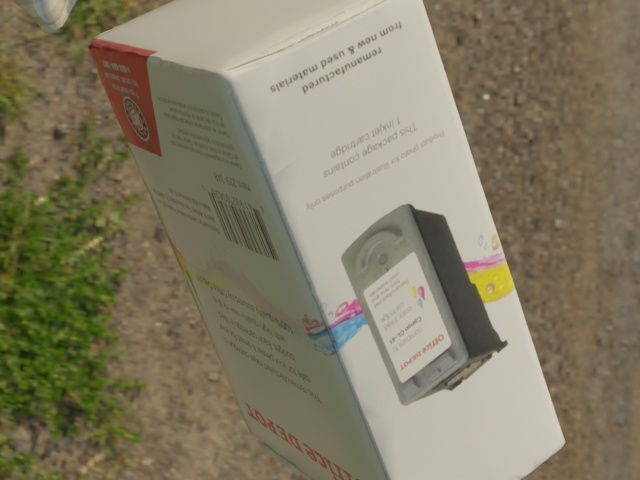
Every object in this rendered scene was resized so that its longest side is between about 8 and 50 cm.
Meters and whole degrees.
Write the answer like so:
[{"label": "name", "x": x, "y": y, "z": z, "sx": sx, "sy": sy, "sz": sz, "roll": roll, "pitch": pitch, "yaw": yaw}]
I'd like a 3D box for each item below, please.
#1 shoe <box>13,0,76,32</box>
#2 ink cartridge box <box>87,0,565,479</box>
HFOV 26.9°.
[{"label": "shoe", "x": -0.215, "y": -0.253, "z": 1.123, "sx": 0.058, "sy": 0.076, "sz": 0.219, "roll": 57, "pitch": 28, "yaw": -35}, {"label": "ink cartridge box", "x": 0.000, "y": 0.000, "z": 0.817, "sx": 0.131, "sy": 0.226, "sz": 0.306, "roll": -31, "pitch": 115, "yaw": -20}]
